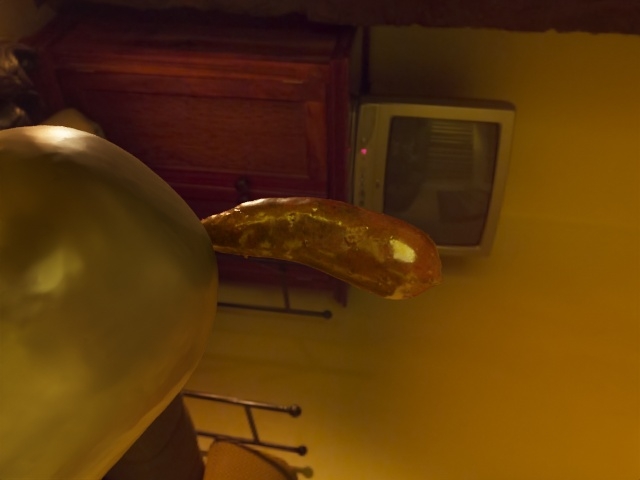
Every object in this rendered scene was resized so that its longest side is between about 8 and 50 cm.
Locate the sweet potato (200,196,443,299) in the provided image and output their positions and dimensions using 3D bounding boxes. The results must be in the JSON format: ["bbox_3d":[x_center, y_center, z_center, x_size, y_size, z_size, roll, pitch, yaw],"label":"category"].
[{"bbox_3d":[-0.001,-0.001,0.701,0.097,0.292,0.097,12,90,-76],"label":"sweet potato"}]

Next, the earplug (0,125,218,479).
[{"bbox_3d":[-0.288,0.085,0.563,0.394,0.312,0.312,-47,175,5],"label":"earplug"}]
